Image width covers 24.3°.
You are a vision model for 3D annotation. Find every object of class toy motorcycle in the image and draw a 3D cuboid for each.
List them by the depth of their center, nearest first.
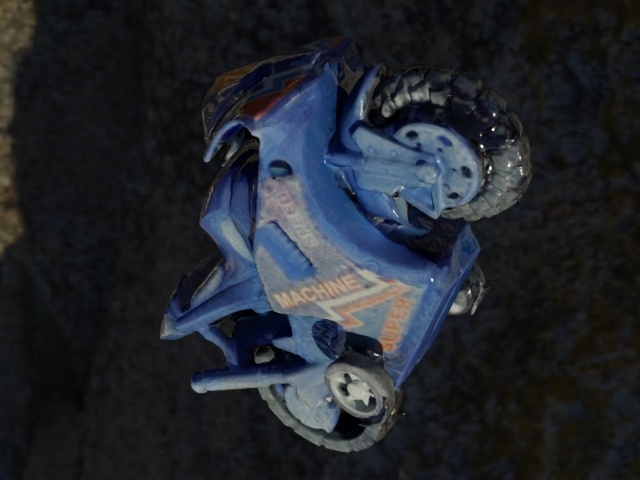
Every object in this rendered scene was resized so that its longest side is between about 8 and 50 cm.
[{"bbox_3d":[0.000,0.000,0.528,0.114,0.076,0.205,34,141,10],"label":"toy motorcycle"}]
